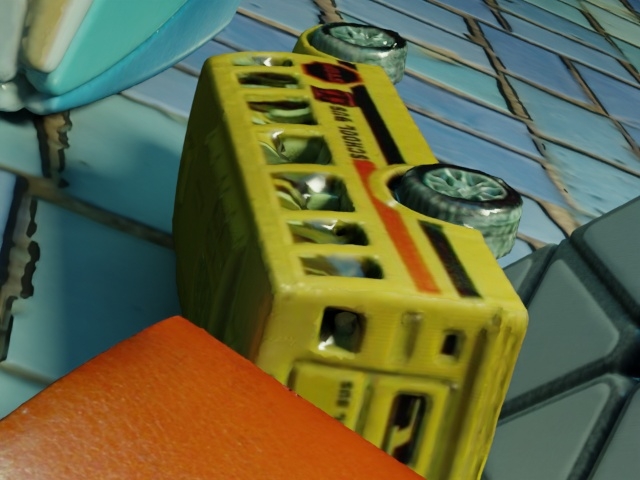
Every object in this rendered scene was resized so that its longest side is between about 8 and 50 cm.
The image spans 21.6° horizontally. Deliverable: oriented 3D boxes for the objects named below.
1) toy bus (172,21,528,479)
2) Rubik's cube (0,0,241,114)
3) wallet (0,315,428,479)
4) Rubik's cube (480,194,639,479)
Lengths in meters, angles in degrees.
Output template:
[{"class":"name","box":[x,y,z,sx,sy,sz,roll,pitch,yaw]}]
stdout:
[{"class":"toy bus","box":[0.000,0.000,0.732,0.123,0.121,0.335,6,23,-13]},{"class":"Rubik's cube","box":[-0.184,-0.304,0.945,0.352,0.347,0.351,27,19,5]},{"class":"wallet","box":[-0.008,0.111,0.497,0.204,0.045,0.142,32,40,19]},{"class":"Rubik's cube","box":[0.182,0.079,0.702,0.228,0.233,0.229,92,-19,-72]}]
